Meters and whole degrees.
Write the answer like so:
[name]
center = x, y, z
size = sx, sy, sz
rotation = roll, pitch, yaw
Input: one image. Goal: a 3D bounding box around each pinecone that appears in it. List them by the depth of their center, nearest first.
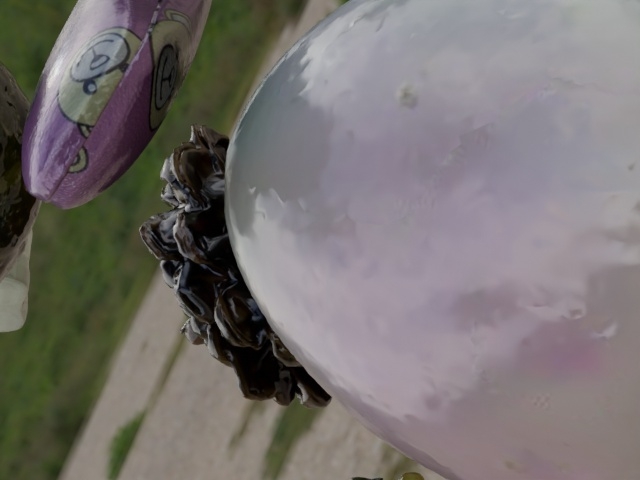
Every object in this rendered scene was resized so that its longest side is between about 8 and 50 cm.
[pinecone]
center = -0.009, -0.006, 1.343
size = 0.257, 0.243, 0.243
rotation = -50, 6, -5

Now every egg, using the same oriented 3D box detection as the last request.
[egg]
center = 0.112, -0.015, 1.017
size = 0.354, 0.340, 0.354
rotation = -175, 90, -88

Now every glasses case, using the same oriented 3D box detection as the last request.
[glasses case]
center = -0.117, -0.119, 1.052
size = 0.123, 0.076, 0.316
rotation = -56, 12, 21

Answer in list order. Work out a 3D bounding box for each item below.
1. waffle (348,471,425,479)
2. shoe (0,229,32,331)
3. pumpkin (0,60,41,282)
[waffle]
center = 0.067, 0.237, 1.180
size = 0.262, 0.280, 0.060
rotation = -26, 47, 32
[shoe]
center = -0.310, 0.015, 1.612
size = 0.265, 0.095, 0.110
rotation = 147, 126, -68
[pumpkin]
center = -0.317, -0.051, 1.220
size = 0.189, 0.260, 0.260
rotation = -89, 25, -62
